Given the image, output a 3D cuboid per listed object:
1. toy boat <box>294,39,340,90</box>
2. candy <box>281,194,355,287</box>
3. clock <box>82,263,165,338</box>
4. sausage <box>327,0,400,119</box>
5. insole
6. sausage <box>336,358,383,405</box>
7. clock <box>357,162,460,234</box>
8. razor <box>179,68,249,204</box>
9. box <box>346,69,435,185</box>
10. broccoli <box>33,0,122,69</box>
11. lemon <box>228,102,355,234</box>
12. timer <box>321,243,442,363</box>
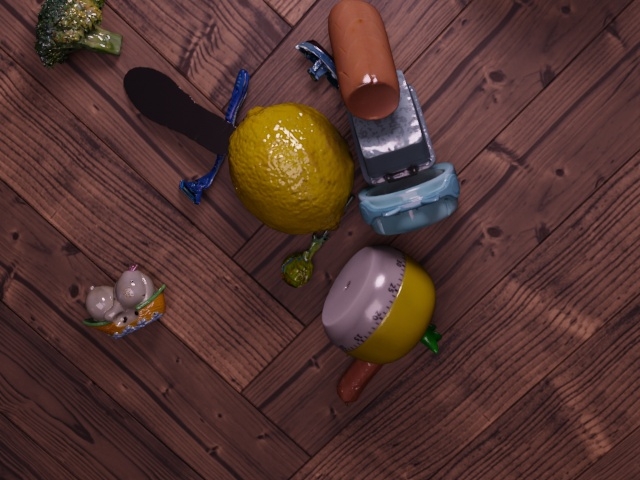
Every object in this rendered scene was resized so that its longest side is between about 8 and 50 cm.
[{"bbox_3d":[-0.001,-0.387,1.613,0.061,0.060,0.137,-43,100,-9],"label":"toy boat"},{"bbox_3d":[-0.002,-0.001,1.707,0.077,0.073,0.262,38,97,7],"label":"candy"},{"bbox_3d":[-0.479,0.152,1.764,0.231,0.103,0.144,-27,97,9],"label":"clock"},{"bbox_3d":[0.086,-0.385,1.501,0.121,0.304,0.121,-5,143,-4],"label":"sausage"},{"bbox_3d":[-0.323,-0.297,1.659,0.322,0.007,0.109,32,100,11],"label":"insole"},{"bbox_3d":[0.095,0.330,1.771,0.065,0.065,0.169,36,104,-3],"label":"sausage"},{"bbox_3d":[0.191,-0.084,1.555,0.223,0.274,0.094,-17,104,11],"label":"clock"},{"bbox_3d":[-0.229,-0.239,1.679,0.056,0.093,0.324,17,104,-41],"label":"razor"},{"bbox_3d":[0.144,-0.245,1.563,0.162,0.130,0.227,-16,68,9],"label":"box"},{"bbox_3d":[-0.534,-0.469,1.623,0.194,0.194,0.220,11,81,3],"label":"broccoli"},{"bbox_3d":[-0.060,-0.151,1.571,0.268,0.268,0.322,-41,92,13],"label":"lemon"},{"bbox_3d":[0.168,0.166,1.631,0.285,0.285,0.285,1,103,5],"label":"timer"}]
